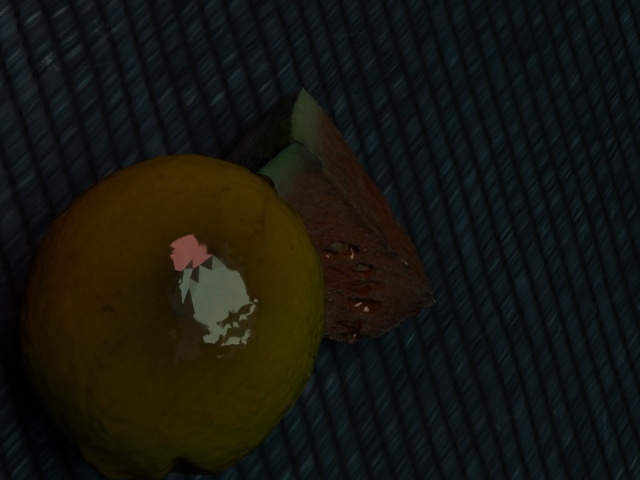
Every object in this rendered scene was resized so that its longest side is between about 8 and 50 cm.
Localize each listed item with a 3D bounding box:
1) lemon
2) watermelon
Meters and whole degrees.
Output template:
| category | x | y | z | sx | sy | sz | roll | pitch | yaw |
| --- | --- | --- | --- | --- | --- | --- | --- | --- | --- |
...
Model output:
| category | x | y | z | sx | sy | sz | roll | pitch | yaw |
| --- | --- | --- | --- | --- | --- | --- | --- | --- | --- |
| lemon | -0.134 | 0.069 | 1.632 | 0.297 | 0.297 | 0.297 | 9 | 75 | -36 |
| watermelon | 0.000 | 0.000 | 1.836 | 0.256 | 0.193 | 0.140 | 38 | 29 | -20 |
